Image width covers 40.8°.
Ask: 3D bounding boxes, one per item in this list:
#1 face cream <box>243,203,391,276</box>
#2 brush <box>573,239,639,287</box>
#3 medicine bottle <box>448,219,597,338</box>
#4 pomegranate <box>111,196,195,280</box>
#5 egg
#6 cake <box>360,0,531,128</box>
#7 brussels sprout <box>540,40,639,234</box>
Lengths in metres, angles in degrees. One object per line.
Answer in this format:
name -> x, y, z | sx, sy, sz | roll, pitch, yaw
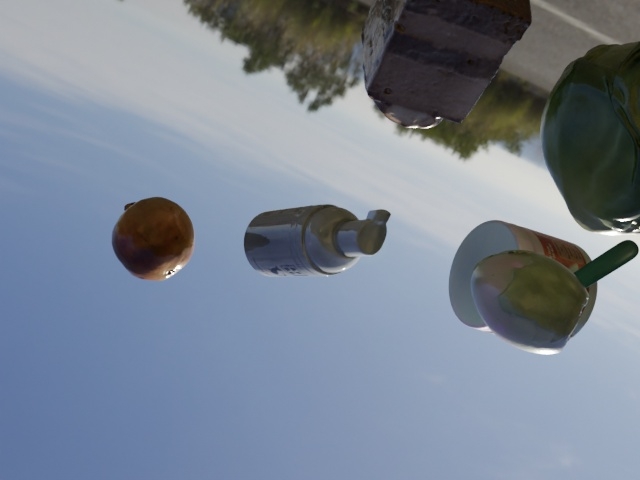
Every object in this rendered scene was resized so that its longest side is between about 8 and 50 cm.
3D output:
face cream -> 0.000, 0.000, 1.711 | 0.145, 0.145, 0.370 | 19, 167, -33
brush -> 0.575, 0.060, 1.785 | 0.043, 0.193, 0.032 | 57, 174, 15
medicine bottle -> 0.460, 0.100, 1.963 | 0.241, 0.252, 0.252 | 15, -166, -27
pomegranate -> -0.371, -0.006, 1.930 | 0.191, 0.191, 0.191 | 25, -170, -5
egg -> 0.385, 0.109, 1.625 | 0.217, 0.183, 0.183 | 27, -170, 16
cake -> 0.181, -0.320, 1.362 | 0.196, 0.293, 0.198 | 13, -133, -14
brussels sprout -> 0.433, -0.155, 1.169 | 0.227, 0.294, 0.259 | -4, -157, -25
